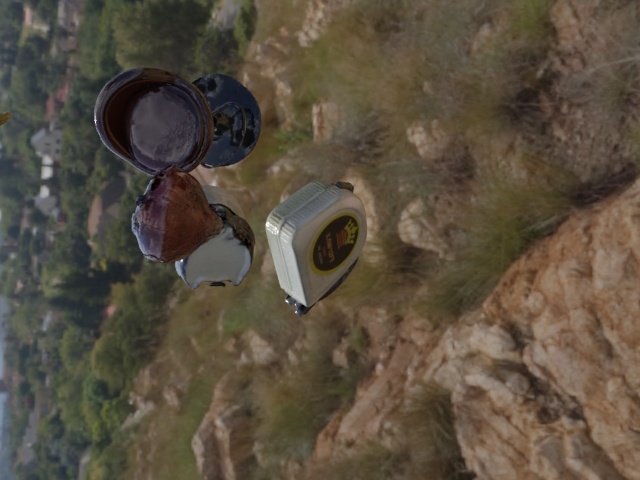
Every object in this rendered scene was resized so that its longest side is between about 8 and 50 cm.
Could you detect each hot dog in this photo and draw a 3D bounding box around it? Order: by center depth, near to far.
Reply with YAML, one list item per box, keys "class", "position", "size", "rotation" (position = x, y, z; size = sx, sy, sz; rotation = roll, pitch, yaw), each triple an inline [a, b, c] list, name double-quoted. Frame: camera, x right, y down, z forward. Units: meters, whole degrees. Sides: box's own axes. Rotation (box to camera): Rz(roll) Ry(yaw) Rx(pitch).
- class: "hot dog"
  position: [-0.834, -0.307, 1.839]
  size: [0.030, 0.090, 0.034]
  rotation: [6, 109, 52]

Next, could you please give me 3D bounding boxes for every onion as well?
- class: "onion"
  position: [-0.249, -0.042, 1.284]
  size: [0.184, 0.147, 0.184]
  rotation: [7, -90, -87]

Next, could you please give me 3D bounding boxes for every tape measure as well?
- class: "tape measure"
  position: [0.000, 0.000, 1.586]
  size: [0.133, 0.231, 0.271]
  rotation: [31, 146, 37]

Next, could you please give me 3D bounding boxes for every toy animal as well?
- class: "toy animal"
  position: [-0.277, -0.010, 1.770]
  size: [0.267, 0.212, 0.213]
  rotation: [-123, 43, -56]

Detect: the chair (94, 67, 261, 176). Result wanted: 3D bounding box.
- class: "chair"
  position: [-0.295, -0.254, 1.556]
  size: [0.401, 0.226, 0.227]
  rotation: [-37, -43, -72]
